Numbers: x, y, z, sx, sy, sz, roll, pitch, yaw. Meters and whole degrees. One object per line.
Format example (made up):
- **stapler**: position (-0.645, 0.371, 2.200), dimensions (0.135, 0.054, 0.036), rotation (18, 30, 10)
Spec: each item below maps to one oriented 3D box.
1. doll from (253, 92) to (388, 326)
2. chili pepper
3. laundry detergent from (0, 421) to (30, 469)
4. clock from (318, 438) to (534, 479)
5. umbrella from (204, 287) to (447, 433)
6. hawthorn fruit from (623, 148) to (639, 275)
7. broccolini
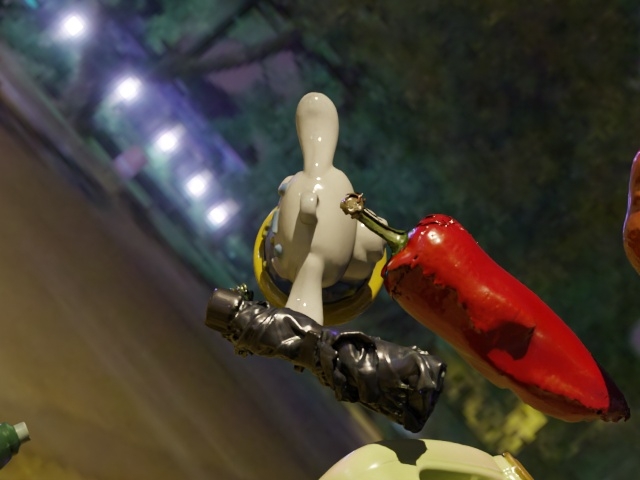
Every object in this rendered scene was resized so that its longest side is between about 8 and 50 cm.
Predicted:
- **doll**: position (0.009, 0.026, 1.773), dimensions (0.159, 0.311, 0.243), rotation (14, -38, -9)
- **chili pepper**: position (0.174, 0.075, 1.604), dimensions (0.387, 0.110, 0.110), rotation (40, -5, -3)
- **laundry detergent**: position (-0.424, 0.250, 1.678), dimensions (0.137, 0.211, 0.063), rotation (21, -47, 68)
- **clock**: position (0.098, 0.325, 1.418), dimensions (0.348, 0.286, 0.117), rotation (9, 28, -42)
- **umbrella**: position (-0.002, 0.097, 1.325), dimensions (0.224, 0.071, 0.080), rotation (22, -50, 17)
- **hawthorn fruit**: position (0.445, -0.021, 1.590), dimensions (0.243, 0.207, 0.207), rotation (17, 18, -39)
- **broccolini**: position (-0.086, 0.094, 1.809), dimensions (0.068, 0.091, 0.202), rotation (7, -6, -6)
